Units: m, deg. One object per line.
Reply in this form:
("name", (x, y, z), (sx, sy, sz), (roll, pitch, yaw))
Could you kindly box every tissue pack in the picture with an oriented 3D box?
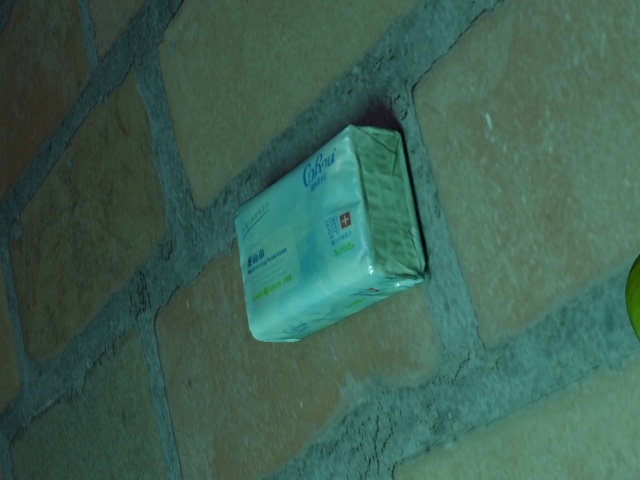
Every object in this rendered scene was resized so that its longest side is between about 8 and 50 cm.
("tissue pack", (0.000, 0.000, 1.374), (0.263, 0.089, 0.177), (-29, 64, 51))

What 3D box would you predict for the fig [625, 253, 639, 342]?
("fig", (0.309, 0.053, 0.916), (0.142, 0.186, 0.148), (-41, 70, -4))
